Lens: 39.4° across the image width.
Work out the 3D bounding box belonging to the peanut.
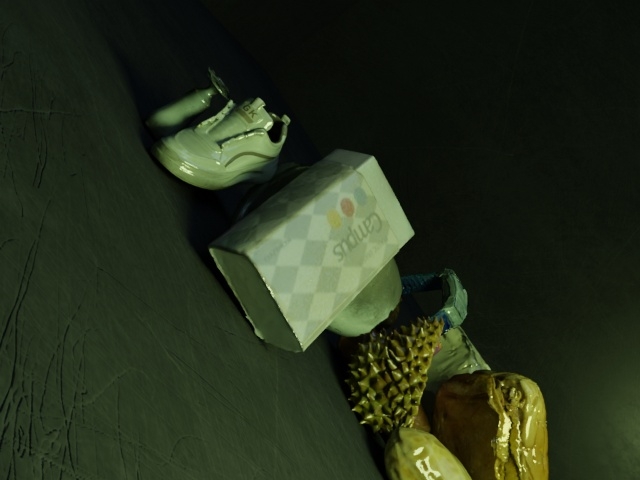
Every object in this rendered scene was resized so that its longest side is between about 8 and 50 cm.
[{"bbox_3d":[0.217,0.455,1.547,0.305,0.147,0.147,57,8,24],"label":"peanut"}]

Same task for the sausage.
[{"bbox_3d":[0.126,0.289,1.798,0.270,0.109,0.109,60,9,24],"label":"sausage"}]

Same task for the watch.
[{"bbox_3d":[0.191,0.144,2.016,0.068,0.274,0.276,54,16,-30],"label":"watch"}]

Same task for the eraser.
[{"bbox_3d":[0.000,0.000,1.513,0.397,0.082,0.213,-41,106,-46],"label":"eraser"}]

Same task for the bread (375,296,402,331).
[{"bbox_3d":[0.131,0.133,2.396,0.230,0.123,0.230,55,10,-15],"label":"bread"}]

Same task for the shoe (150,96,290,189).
[{"bbox_3d":[-0.157,-0.188,1.609,0.124,0.159,0.316,43,22,20],"label":"shoe"}]

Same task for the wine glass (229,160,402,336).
[{"bbox_3d":[0.005,0.025,1.743,0.323,0.238,0.238,53,8,-26],"label":"wine glass"}]

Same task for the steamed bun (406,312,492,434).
[{"bbox_3d":[0.285,0.350,2.007,0.312,0.233,0.334,53,5,-31],"label":"steamed bun"}]

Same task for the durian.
[{"bbox_3d":[0.142,0.241,1.707,0.260,0.186,0.154,-80,170,-50],"label":"durian"}]

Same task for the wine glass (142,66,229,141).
[{"bbox_3d":[-0.241,-0.241,1.621,0.072,0.155,0.072,53,8,-11],"label":"wine glass"}]

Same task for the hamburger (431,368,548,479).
[{"bbox_3d":[0.322,0.391,1.674,0.318,0.158,0.319,179,-90,-72],"label":"hamburger"}]
